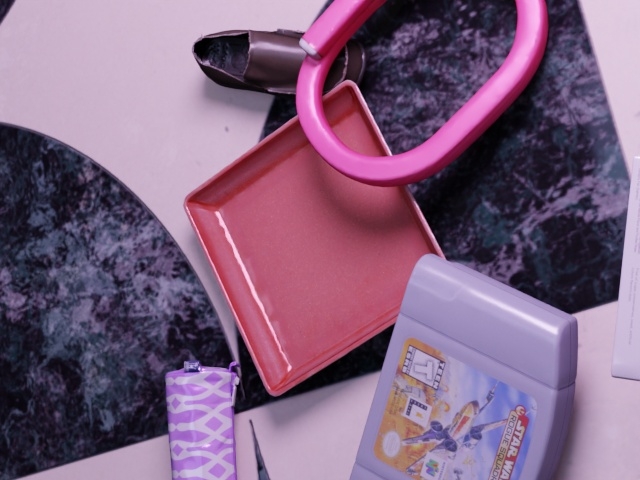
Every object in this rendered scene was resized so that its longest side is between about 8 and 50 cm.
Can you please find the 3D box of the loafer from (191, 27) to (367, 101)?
[{"bbox_3d":[-0.053,-0.196,1.603,0.220,0.078,0.080,4,89,30],"label":"loafer"}]

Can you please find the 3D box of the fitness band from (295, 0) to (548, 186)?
[{"bbox_3d":[0.101,-0.190,1.494,0.291,0.054,0.209,-46,72,7],"label":"fitness band"}]

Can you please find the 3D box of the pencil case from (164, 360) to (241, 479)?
[{"bbox_3d":[-0.126,0.238,1.620,0.088,0.086,0.206,-4,86,2],"label":"pencil case"}]

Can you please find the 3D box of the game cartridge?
[{"bbox_3d":[0.146,0.185,1.449,0.198,0.062,0.297,27,112,33],"label":"game cartridge"}]

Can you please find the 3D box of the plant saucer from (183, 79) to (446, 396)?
[{"bbox_3d":[0.000,0.000,1.579,0.258,0.047,0.259,-34,72,24],"label":"plant saucer"}]

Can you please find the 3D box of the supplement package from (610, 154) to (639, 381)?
[{"bbox_3d":[0.417,0.039,1.245,0.262,0.199,0.198,5,89,30],"label":"supplement package"}]
